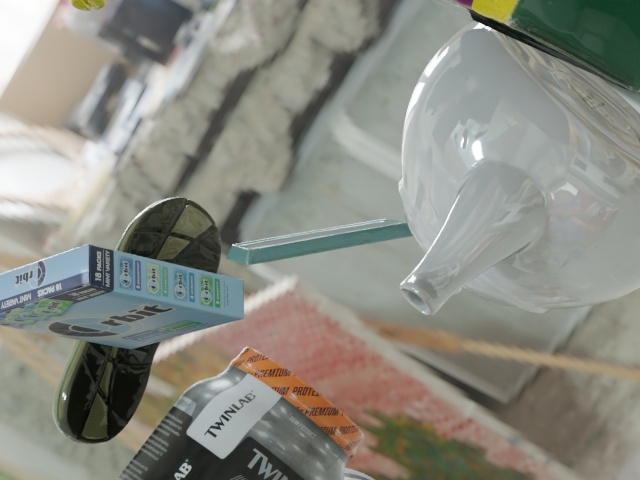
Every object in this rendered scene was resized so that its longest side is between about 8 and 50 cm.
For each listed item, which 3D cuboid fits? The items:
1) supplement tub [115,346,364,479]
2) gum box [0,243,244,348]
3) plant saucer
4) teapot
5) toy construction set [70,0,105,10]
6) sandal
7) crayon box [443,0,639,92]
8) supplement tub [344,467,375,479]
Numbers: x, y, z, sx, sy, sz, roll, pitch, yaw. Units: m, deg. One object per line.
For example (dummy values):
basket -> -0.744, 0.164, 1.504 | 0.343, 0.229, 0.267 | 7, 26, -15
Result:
supplement tub -> -0.109, 0.272, 1.712 | 0.316, 0.193, 0.193 | -53, 17, -10
gum box -> -0.188, 0.053, 1.577 | 0.157, 0.184, 0.041 | -17, 69, 40
plant saucer -> 0.000, 0.000, 1.836 | 0.067, 0.192, 0.018 | -168, 69, -66
teapot -> 0.150, -0.035, 1.321 | 0.187, 0.256, 0.252 | -50, 40, 19
toy construction set -> -0.188, -0.269, 1.311 | 0.328, 0.215, 0.151 | -2, -94, -78
sandal -> -0.215, 0.079, 1.915 | 0.086, 0.120, 0.302 | 1, 55, 54
crayon box -> 0.164, -0.285, 1.115 | 0.313, 0.106, 0.363 | -63, 20, 8
supplement tub -> 0.036, 0.408, 1.902 | 0.235, 0.235, 0.325 | -60, 23, 6
